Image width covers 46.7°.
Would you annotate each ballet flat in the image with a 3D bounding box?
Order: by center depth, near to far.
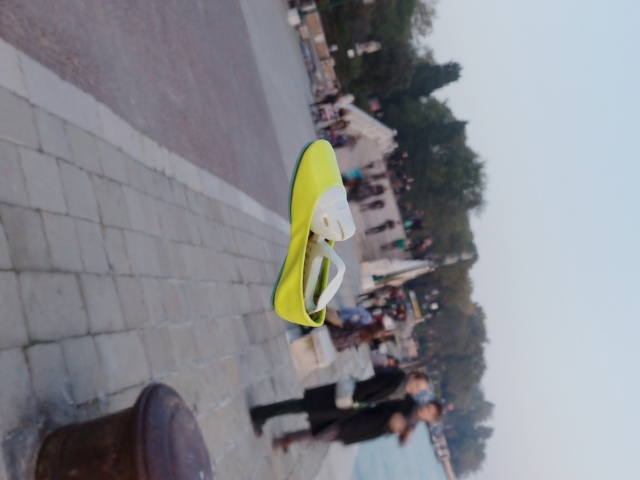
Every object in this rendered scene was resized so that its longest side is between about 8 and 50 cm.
[{"bbox_3d":[0.000,0.000,0.861,0.077,0.077,0.231,-17,128,-49],"label":"ballet flat"}]
